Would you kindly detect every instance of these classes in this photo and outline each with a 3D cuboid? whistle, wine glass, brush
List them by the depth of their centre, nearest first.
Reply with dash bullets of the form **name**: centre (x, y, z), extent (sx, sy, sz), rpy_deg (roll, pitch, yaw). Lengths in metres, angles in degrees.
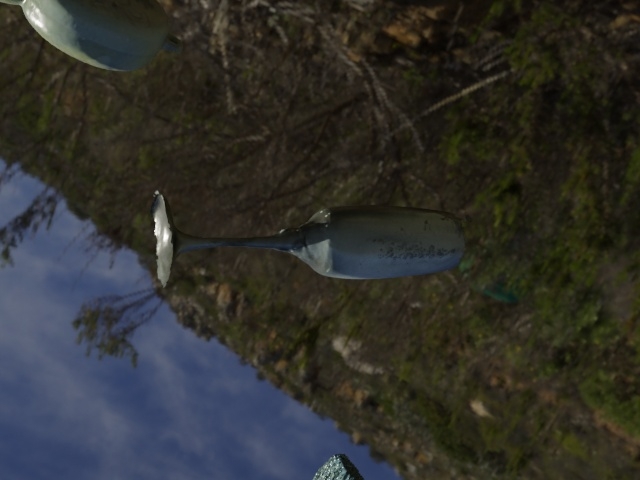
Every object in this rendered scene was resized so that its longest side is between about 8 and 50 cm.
- **brush**: centre (-0.023, 0.259, 0.693), extent (0.021, 0.196, 0.070), rpy_deg (26, -171, -26)
- **wine glass**: centre (0.000, 0.000, 0.698), extent (0.262, 0.074, 0.074), rpy_deg (0, -151, -23)
- **whistle**: centre (-0.237, -0.212, 0.746), extent (0.258, 0.067, 0.126), rpy_deg (22, -152, -24)
